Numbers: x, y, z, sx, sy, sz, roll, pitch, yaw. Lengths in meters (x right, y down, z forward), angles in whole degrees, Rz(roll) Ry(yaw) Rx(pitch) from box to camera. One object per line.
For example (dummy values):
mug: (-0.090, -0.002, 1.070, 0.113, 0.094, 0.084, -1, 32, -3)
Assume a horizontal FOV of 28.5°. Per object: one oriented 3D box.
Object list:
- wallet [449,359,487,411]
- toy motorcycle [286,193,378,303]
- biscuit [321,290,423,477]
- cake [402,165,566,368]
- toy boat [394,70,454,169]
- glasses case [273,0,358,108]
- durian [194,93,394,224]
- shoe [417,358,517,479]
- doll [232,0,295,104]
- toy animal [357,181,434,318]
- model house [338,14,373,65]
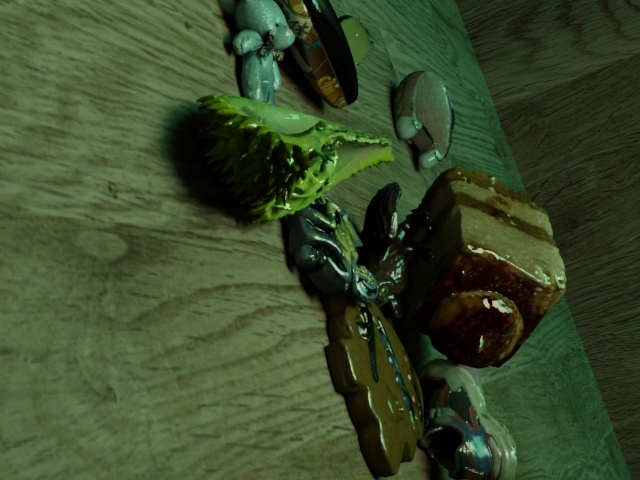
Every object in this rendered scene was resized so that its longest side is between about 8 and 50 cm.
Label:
wallet: (0.242, 0.180, 2.184, 0.119, 0.025, 0.232, 50, 25, -48)
toy motorcycle: (0.000, 0.000, 1.584, 0.124, 0.061, 0.193, -14, 72, -56)
biscuit: (0.083, 0.175, 1.671, 0.301, 0.043, 0.278, 24, 47, -67)
cake: (0.235, 0.050, 1.897, 0.196, 0.198, 0.293, 26, 28, -16)
toy boat: (0.190, -0.240, 2.476, 0.155, 0.085, 0.227, 49, 36, -29)
glasses case: (-0.009, -0.296, 1.829, 0.321, 0.082, 0.122, 59, 7, -67)
durian: (-0.035, -0.112, 1.441, 0.355, 0.170, 0.157, -20, 90, -74)
shoe: (0.180, 0.270, 1.808, 0.227, 0.126, 0.099, 53, -35, 42)
doll: (-0.069, -0.250, 1.659, 0.120, 0.075, 0.179, 54, 22, -56)
toy animal: (0.081, 0.031, 1.803, 0.179, 0.116, 0.218, -45, 144, -43)
model house: (0.052, -0.351, 2.206, 0.078, 0.066, 0.083, 52, 3, -15)
